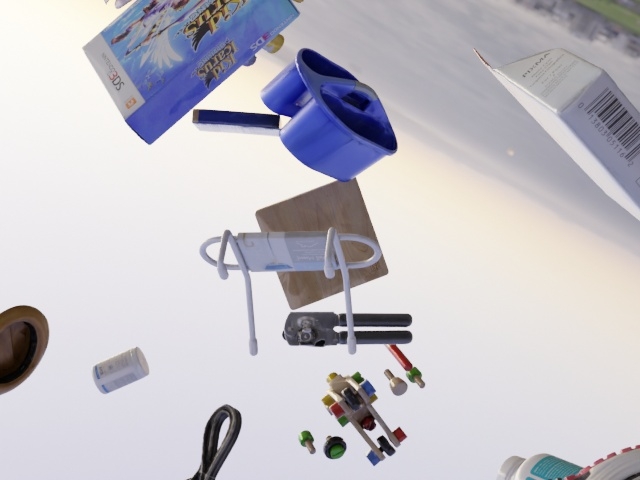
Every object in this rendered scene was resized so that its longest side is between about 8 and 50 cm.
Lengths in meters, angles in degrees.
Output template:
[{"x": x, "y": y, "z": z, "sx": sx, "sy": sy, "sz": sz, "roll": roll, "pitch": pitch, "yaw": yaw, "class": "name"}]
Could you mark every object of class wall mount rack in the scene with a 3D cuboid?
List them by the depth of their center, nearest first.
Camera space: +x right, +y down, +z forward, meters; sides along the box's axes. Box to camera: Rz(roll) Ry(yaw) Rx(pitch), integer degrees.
[{"x": -0.056, "y": 0.093, "z": 1.854, "sx": 0.350, "sy": 0.130, "sz": 0.304, "roll": -1, "pitch": 145, "yaw": 12, "class": "wall mount rack"}]

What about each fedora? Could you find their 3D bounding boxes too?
[{"x": -0.602, "y": 0.197, "z": 1.838, "sx": 0.079, "sy": 0.194, "sz": 0.194, "roll": 27, "pitch": -174, "yaw": 27, "class": "fedora"}]

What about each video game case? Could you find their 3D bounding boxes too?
[{"x": -0.190, "y": -0.290, "z": 1.358, "sx": 0.061, "sy": 0.269, "sz": 0.244, "roll": 47, "pitch": -177, "yaw": -43, "class": "video game case"}]

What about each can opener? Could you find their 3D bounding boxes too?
[{"x": 0.057, "y": 0.196, "z": 2.140, "sx": 0.283, "sy": 0.076, "sz": 0.095, "roll": 0, "pitch": 170, "yaw": -5, "class": "can opener"}]

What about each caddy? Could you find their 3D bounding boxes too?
[{"x": 0.036, "y": -0.273, "z": 2.078, "sx": 0.341, "sy": 0.179, "sz": 0.241, "roll": 16, "pitch": -138, "yaw": -55, "class": "caddy"}]

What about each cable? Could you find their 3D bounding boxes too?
[{"x": -0.219, "y": 0.421, "z": 1.683, "sx": 0.072, "sy": 0.287, "sz": 0.139, "roll": 31, "pitch": 178, "yaw": -40, "class": "cable"}]

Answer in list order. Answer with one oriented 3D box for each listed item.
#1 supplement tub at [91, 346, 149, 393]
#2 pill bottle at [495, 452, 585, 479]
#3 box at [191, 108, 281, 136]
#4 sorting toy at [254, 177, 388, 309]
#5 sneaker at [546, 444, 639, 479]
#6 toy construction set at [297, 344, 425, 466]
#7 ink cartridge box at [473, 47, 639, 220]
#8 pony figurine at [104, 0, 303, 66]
[{"x": -0.427, "y": 0.277, "z": 2.082, "sx": 0.071, "sy": 0.107, "sz": 0.071, "roll": -23, "pitch": -90, "yaw": -89, "class": "supplement tub"}, {"x": 0.459, "y": 0.489, "z": 1.832, "sx": 0.146, "sy": 0.146, "sz": 0.264, "roll": 22, "pitch": 175, "yaw": -41, "class": "pill bottle"}, {"x": -0.161, "y": -0.255, "z": 2.134, "sx": 0.225, "sy": 0.036, "sz": 0.136, "roll": 5, "pitch": 179, "yaw": -1, "class": "box"}, {"x": 0.000, "y": 0.000, "z": 2.359, "sx": 0.089, "sy": 0.255, "sz": 0.257, "roll": -127, "pitch": 17, "yaw": -78, "class": "sorting toy"}, {"x": 0.325, "y": 0.326, "z": 1.138, "sx": 0.121, "sy": 0.299, "sz": 0.112, "roll": 88, "pitch": 160, "yaw": -58, "class": "sneaker"}, {"x": 0.099, "y": 0.367, "z": 2.395, "sx": 0.257, "sy": 0.309, "sz": 0.237, "roll": 26, "pitch": -166, "yaw": -33, "class": "toy construction set"}, {"x": 0.407, "y": -0.171, "z": 1.478, "sx": 0.308, "sy": 0.091, "sz": 0.385, "roll": 42, "pitch": -168, "yaw": -23, "class": "ink cartridge box"}, {"x": -0.217, "y": -0.470, "z": 1.829, "sx": 0.363, "sy": 0.351, "sz": 0.303, "roll": 29, "pitch": -154, "yaw": -50, "class": "pony figurine"}]
